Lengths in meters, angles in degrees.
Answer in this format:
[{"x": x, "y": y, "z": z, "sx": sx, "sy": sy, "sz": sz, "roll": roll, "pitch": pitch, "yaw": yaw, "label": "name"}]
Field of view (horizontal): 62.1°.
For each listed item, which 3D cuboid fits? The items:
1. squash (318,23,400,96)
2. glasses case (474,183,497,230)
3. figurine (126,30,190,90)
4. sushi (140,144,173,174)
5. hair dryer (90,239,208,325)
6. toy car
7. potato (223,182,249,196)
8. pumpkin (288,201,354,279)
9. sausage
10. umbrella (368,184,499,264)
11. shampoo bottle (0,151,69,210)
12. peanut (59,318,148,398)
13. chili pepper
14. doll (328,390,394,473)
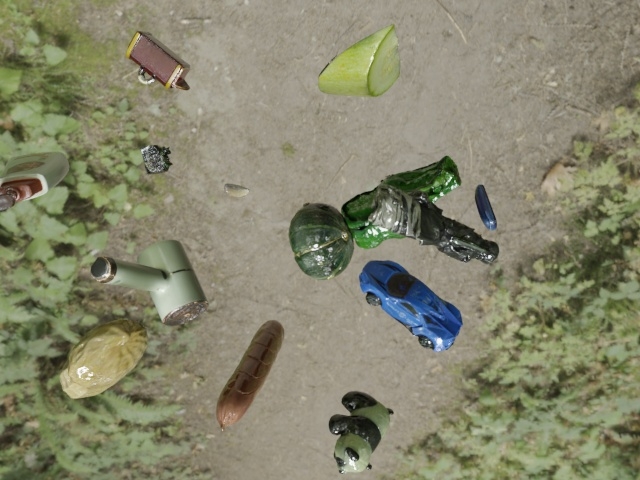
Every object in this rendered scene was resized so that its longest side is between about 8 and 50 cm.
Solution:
[{"x": 0.107, "y": -0.494, "z": 1.508, "sx": 0.155, "sy": 0.204, "sz": 0.237, "roll": 35, "pitch": 173, "yaw": 22, "label": "squash"}, {"x": 0.282, "y": -0.058, "z": 0.916, "sx": 0.023, "sy": 0.083, "sz": 0.033, "roll": -17, "pitch": 154, "yaw": 13, "label": "glasses case"}, {"x": -0.364, "y": -0.388, "z": 1.202, "sx": 0.154, "sy": 0.082, "sz": 0.098, "roll": 40, "pitch": 102, "yaw": -11, "label": "figurine"}, {"x": -0.516, "y": -0.257, "z": 1.686, "sx": 0.085, "sy": 0.056, "sz": 0.083, "roll": -8, "pitch": 87, "yaw": 2, "label": "sushi"}, {"x": -0.427, "y": 0.087, "z": 1.287, "sx": 0.128, "sy": 0.203, "sz": 0.362, "roll": -33, "pitch": 160, "yaw": 11, "label": "hair dryer"}, {"x": 0.170, "y": 0.111, "z": 0.988, "sx": 0.216, "sy": 0.103, "sz": 0.063, "roll": 40, "pitch": 142, "yaw": 6, "label": "toy car"}, {"x": -0.302, "y": -0.178, "z": 1.876, "sx": 0.093, "sy": 0.036, "sz": 0.037, "roll": 10, "pitch": 113, "yaw": -27, "label": "potato"}, {"x": 0.001, "y": 0.001, "z": 1.286, "sx": 0.146, "sy": 0.190, "sz": 0.190, "roll": 1, "pitch": 133, "yaw": 23, "label": "pumpkin"}, {"x": -0.162, "y": 0.310, "z": 1.310, "sx": 0.088, "sy": 0.433, "sz": 0.087, "roll": 4, "pitch": 111, "yaw": 9, "label": "sausage"}, {"x": 0.278, "y": -0.028, "z": 1.236, "sx": 0.358, "sy": 0.113, "sz": 0.106, "roll": 22, "pitch": 168, "yaw": -20, "label": "umbrella"}, {"x": -0.711, "y": -0.140, "z": 1.265, "sx": 0.153, "sy": 0.284, "sz": 0.071, "roll": -6, "pitch": 115, "yaw": -6, "label": "shampoo bottle"}, {"x": -0.466, "y": 0.253, "z": 1.159, "sx": 0.110, "sy": 0.197, "sz": 0.233, "roll": 53, "pitch": 140, "yaw": 4, "label": "peanut"}, {"x": 0.252, "y": -0.107, "z": 1.624, "sx": 0.385, "sy": 0.213, "sz": 0.167, "roll": -29, "pitch": 122, "yaw": 19, "label": "chili pepper"}, {"x": 0.103, "y": 0.529, "z": 1.465, "sx": 0.135, "sy": 0.234, "sz": 0.143, "roll": 3, "pitch": 120, "yaw": 32, "label": "doll"}]
